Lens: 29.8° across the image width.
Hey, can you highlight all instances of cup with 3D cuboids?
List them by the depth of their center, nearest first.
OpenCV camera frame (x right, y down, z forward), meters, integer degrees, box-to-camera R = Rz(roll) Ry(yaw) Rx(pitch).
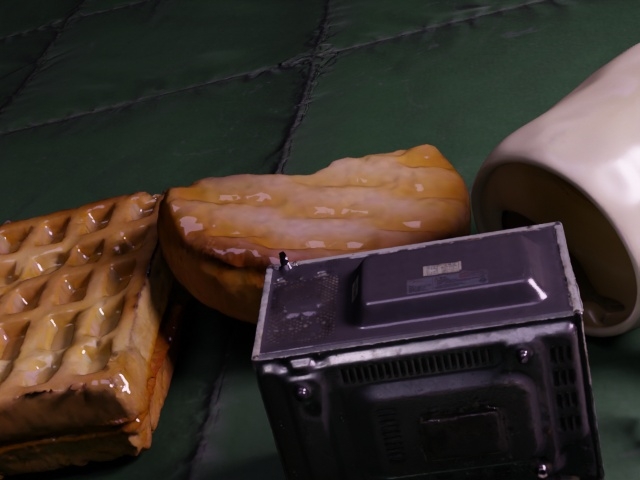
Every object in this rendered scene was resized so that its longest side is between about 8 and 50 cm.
[{"bbox_3d":[0.266,-0.038,0.887,0.202,0.173,0.255,-35,31,-26],"label":"cup"}]

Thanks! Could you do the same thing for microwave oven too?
[{"bbox_3d":[0.072,0.092,0.787,0.205,0.163,0.129,-10,31,9],"label":"microwave oven"}]

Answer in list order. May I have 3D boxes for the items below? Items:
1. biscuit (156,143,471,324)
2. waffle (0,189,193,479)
[{"bbox_3d":[0.000,0.001,1.037,0.274,0.091,0.213,-5,35,-11],"label":"biscuit"},{"bbox_3d":[-0.230,0.080,1.066,0.224,0.098,0.327,-15,30,11],"label":"waffle"}]
